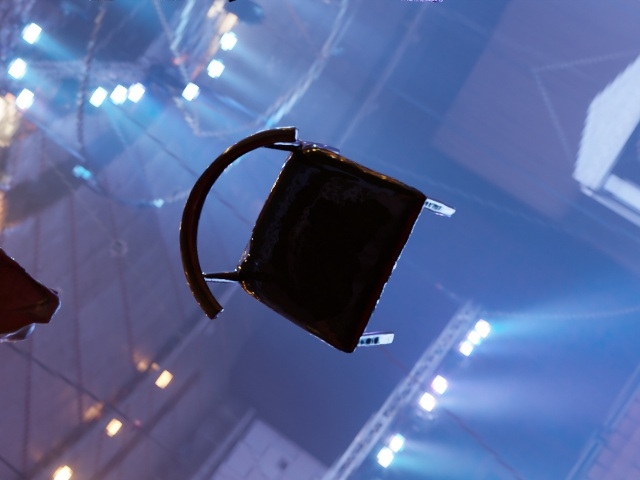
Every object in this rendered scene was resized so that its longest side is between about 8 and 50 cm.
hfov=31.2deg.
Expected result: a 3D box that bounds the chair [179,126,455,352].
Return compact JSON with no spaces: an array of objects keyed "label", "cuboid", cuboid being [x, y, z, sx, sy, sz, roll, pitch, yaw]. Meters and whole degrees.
[{"label":"chair","cuboid":[0.000,0.000,1.112,0.188,0.166,0.272,-65,-22,7]}]

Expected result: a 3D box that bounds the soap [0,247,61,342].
[{"label":"soap","cuboid":[-0.360,0.079,0.652,0.169,0.304,0.338,-12,40,55]}]

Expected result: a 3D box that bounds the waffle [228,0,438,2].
[{"label":"waffle","cuboid":[-0.050,-0.291,0.881,0.098,0.328,0.224,32,-118,-75]}]
